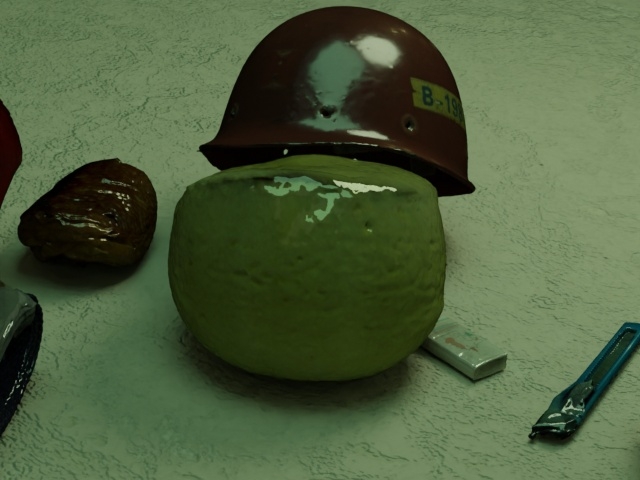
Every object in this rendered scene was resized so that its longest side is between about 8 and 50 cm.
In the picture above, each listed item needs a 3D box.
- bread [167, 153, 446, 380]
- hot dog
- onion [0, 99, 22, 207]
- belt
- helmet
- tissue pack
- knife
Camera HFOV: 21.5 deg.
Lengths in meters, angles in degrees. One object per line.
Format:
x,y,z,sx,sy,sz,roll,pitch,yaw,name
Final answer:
-0.014,0.025,1.916,0.320,0.237,0.320,7,11,-1,bread
-0.289,-0.030,2.109,0.160,0.099,0.227,12,27,14,hot dog
-0.537,-0.089,1.966,0.341,0.341,0.341,3,27,-2,onion
-0.378,0.129,1.749,0.126,0.140,0.230,9,30,7,belt
0.029,-0.187,2.154,0.337,0.230,0.385,1,-10,37,helmet
0.162,0.124,1.960,0.056,0.023,0.108,-17,34,-35,tissue pack
0.311,0.156,1.921,0.044,0.026,0.296,6,26,28,knife
